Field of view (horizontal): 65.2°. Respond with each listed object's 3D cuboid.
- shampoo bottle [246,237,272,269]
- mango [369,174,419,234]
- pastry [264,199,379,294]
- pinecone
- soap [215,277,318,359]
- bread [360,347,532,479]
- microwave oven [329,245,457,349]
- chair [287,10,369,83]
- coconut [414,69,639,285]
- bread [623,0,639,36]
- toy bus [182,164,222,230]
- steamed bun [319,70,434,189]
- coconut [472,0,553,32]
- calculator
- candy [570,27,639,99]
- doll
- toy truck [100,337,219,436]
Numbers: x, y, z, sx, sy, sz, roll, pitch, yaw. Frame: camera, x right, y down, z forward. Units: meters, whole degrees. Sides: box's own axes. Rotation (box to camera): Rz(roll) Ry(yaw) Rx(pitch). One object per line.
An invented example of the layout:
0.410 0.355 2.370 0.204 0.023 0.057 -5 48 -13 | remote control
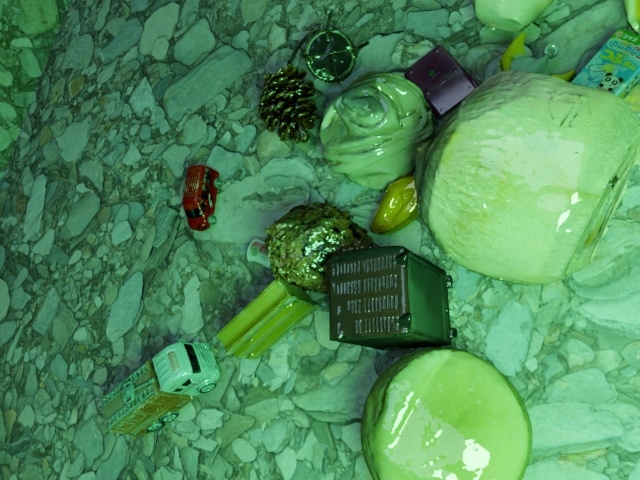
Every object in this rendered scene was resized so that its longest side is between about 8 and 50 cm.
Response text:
-0.159 0.033 1.375 0.099 0.043 0.072 17 82 33 | shampoo bottle
0.192 -0.083 1.201 0.101 0.066 0.187 45 103 26 | mango
0.000 0.000 1.168 0.275 0.192 0.274 -2 44 2 | pastry
-0.090 -0.370 1.402 0.169 0.185 0.212 -9 87 3 | pinecone
-0.133 0.198 1.247 0.233 0.135 0.076 -41 57 13 | soap
0.223 0.358 0.931 0.321 0.237 0.320 -3 77 15 | bread
0.147 0.118 1.011 0.178 0.247 0.188 -8 69 32 | microwave oven
0.019 -0.532 1.423 0.159 0.170 0.325 -55 12 7 | chair
0.350 -0.111 0.933 0.405 0.405 0.404 -10 68 27 | coconut
0.801 -0.482 0.916 0.245 0.328 0.424 -31 48 -32 | bread
-0.367 -0.129 1.526 0.081 0.089 0.195 -5 71 29 | toy bus
0.118 -0.281 1.229 0.268 0.207 0.280 36 95 34 | steamed bun
0.455 -0.570 1.164 0.183 0.171 0.170 39 94 36 | coconut
0.300 -0.408 1.272 0.127 0.034 0.190 -37 57 16 | calculator
0.602 -0.338 1.053 0.194 0.062 0.097 -50 55 5 | candy
0.417 -0.314 1.131 0.316 0.103 0.145 -51 60 12 | doll
-0.430 0.391 1.334 0.305 0.162 0.136 -39 58 13 | toy truck
